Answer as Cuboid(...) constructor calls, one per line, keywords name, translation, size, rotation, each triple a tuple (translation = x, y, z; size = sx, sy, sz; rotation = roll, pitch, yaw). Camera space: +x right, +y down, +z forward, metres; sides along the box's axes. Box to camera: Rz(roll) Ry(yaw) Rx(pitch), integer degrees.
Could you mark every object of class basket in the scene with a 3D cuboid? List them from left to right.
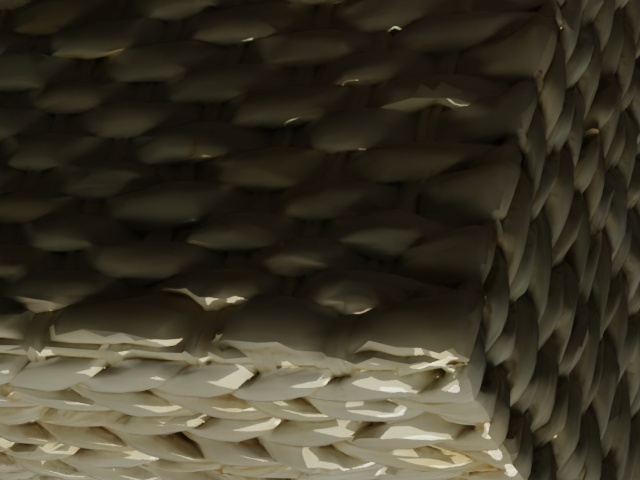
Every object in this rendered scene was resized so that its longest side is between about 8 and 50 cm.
Cuboid(name="basket", translation=(0.000, 0.000, 0.730), size=(0.331, 0.328, 0.266), rotation=(1, 144, 27))
